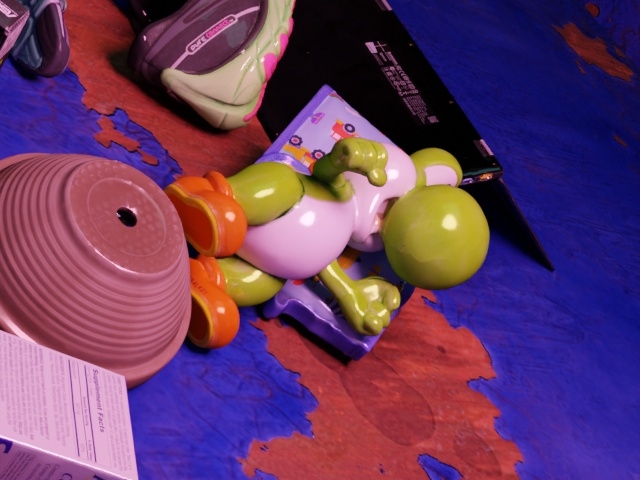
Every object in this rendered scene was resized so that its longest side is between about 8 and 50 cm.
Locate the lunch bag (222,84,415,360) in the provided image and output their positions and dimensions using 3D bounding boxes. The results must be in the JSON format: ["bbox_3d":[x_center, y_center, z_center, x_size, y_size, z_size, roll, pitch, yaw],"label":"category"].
[{"bbox_3d":[0.000,0.000,1.777,0.221,0.138,0.293,40,39,-1],"label":"lunch bag"}]

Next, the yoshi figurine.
[{"bbox_3d":[0.029,-0.004,1.617,0.362,0.203,0.203,-17,85,-37],"label":"yoshi figurine"}]

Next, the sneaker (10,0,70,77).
[{"bbox_3d":[-0.304,-0.255,1.808,0.098,0.083,0.224,18,32,-46],"label":"sneaker"}]

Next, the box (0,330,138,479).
[{"bbox_3d":[-0.220,0.148,1.269,0.137,0.072,0.126,24,29,-28],"label":"box"}]

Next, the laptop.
[{"bbox_3d":[0.083,-0.130,2.190,0.408,0.236,0.382,-12,49,-23],"label":"laptop"}]

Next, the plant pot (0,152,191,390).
[{"bbox_3d":[-0.197,0.008,1.424,0.237,0.110,0.237,25,45,-28],"label":"plant pot"}]

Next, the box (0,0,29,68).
[{"bbox_3d":[-0.376,-0.201,1.495,0.184,0.191,0.045,37,48,-5],"label":"box"}]

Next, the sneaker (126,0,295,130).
[{"bbox_3d":[-0.132,-0.332,2.012,0.202,0.185,0.483,21,34,-12],"label":"sneaker"}]

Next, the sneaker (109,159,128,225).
[{"bbox_3d":[-0.218,-0.033,1.579,0.073,0.063,0.162,48,27,10],"label":"sneaker"}]
